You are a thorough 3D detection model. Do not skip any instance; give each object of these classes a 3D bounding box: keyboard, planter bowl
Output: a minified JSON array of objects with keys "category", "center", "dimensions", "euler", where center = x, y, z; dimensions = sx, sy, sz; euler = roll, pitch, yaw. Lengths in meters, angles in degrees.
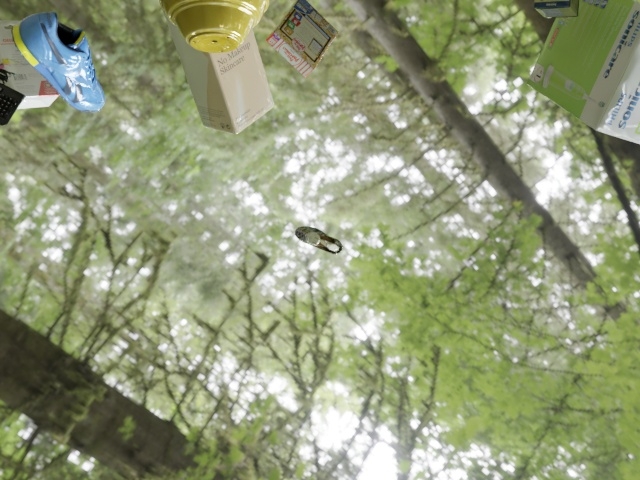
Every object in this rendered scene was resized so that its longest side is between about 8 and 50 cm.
[{"category":"keyboard","center":[-0.621,-0.287,1.449],"dimensions":[0.100,0.192,0.038],"euler":[-66,-175,-19]},{"category":"planter bowl","center":[-0.210,-0.430,1.622],"dimensions":[0.217,0.217,0.091],"euler":[-11,-103,45]}]

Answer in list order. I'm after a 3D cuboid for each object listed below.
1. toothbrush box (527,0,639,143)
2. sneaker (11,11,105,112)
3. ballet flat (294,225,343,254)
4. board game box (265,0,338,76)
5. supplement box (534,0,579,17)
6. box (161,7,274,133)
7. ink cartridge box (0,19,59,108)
[{"category":"toothbrush box","center":[0.505,-0.314,1.429],"dimensions":[0.283,0.122,0.206],"euler":[-111,-141,-63]},{"category":"sneaker","center":[-0.373,-0.267,1.245],"dimensions":[0.082,0.209,0.069],"euler":[-21,-120,9]},{"category":"ballet flat","center":[0.000,0.000,1.757],"dimensions":[0.041,0.114,0.041],"euler":[-51,-153,39]},{"category":"board game box","center":[-0.047,-0.556,2.226],"dimensions":[0.045,0.146,0.194],"euler":[-32,-158,46]},{"category":"supplement box","center":[0.386,-0.411,1.330],"dimensions":[0.056,0.083,0.083],"euler":[4,-85,27]},{"category":"box","center":[-0.228,-0.417,1.867],"dimensions":[0.121,0.311,0.148],"euler":[19,-131,38]},{"category":"ink cartridge box","center":[-0.702,-0.409,1.906],"dimensions":[0.067,0.198,0.115],"euler":[-28,172,41]}]
